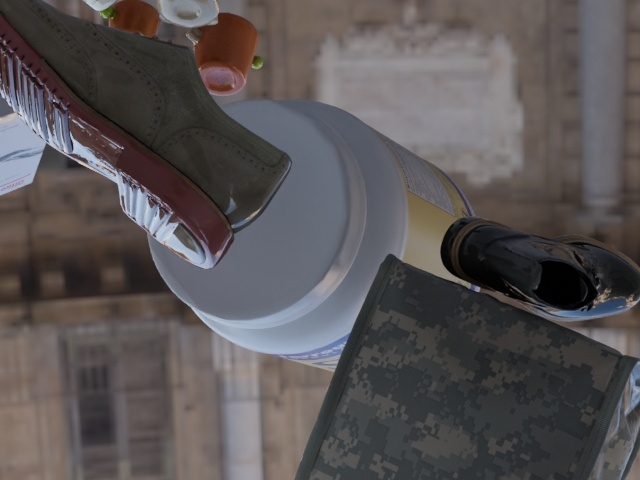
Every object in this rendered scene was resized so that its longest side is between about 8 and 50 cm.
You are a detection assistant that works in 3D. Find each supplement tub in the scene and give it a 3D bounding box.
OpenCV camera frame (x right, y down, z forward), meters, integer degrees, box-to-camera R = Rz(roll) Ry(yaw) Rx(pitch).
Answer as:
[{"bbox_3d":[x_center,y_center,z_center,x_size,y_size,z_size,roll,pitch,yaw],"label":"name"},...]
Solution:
[{"bbox_3d":[0.000,0.000,1.766,0.241,0.241,0.331,6,173,25],"label":"supplement tub"}]

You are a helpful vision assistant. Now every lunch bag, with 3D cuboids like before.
[{"bbox_3d":[0.114,0.195,1.482,0.235,0.287,0.169,22,173,24],"label":"lunch bag"}]

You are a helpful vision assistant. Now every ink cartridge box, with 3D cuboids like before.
[{"bbox_3d":[-0.357,-0.102,1.992,0.104,0.180,0.060,-26,-116,-41],"label":"ink cartridge box"}]

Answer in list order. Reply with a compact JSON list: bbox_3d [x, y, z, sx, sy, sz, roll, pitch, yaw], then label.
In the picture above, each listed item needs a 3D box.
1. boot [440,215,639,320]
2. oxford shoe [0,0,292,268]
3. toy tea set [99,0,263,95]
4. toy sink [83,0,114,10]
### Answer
[{"bbox_3d":[0.212,0.039,1.500,0.198,0.077,0.137,9,-172,-28],"label":"boot"},{"bbox_3d":[-0.176,-0.131,1.544,0.130,0.348,0.123,-44,173,-18],"label":"oxford shoe"},{"bbox_3d":[-0.208,-0.322,2.516,0.200,0.336,0.124,-4,-126,13],"label":"toy tea set"},{"bbox_3d":[-0.117,-0.253,0.963,0.131,0.153,0.234,35,-156,-21],"label":"toy sink"}]
